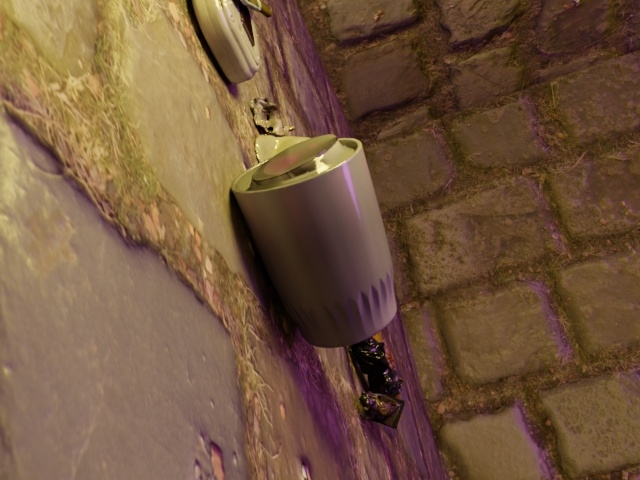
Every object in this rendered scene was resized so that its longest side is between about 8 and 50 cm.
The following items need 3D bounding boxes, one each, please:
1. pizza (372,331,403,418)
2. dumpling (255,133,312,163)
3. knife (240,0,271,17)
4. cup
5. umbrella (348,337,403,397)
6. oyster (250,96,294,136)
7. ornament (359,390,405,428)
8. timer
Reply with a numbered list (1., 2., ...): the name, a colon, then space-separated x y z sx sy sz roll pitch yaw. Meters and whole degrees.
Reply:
1. pizza: 0.205 0.412 2.177 0.182 0.074 0.365 49 25 -45
2. dumpling: -0.044 -0.133 1.616 0.175 0.243 0.227 104 -8 -50
3. knife: -0.155 -0.543 1.524 0.343 0.027 0.061 -65 137 -76
4. cup: 0.000 0.000 1.305 0.253 0.253 0.372 -83 157 -67
5. umbrella: 0.155 0.349 1.922 0.122 0.110 0.272 -97 167 -53
6. oyster: -0.130 -0.292 1.707 0.200 0.061 0.106 51 41 -58
7. ornament: 0.143 0.446 1.808 0.203 0.088 0.081 32 72 -57
8. timer: -0.206 -0.488 1.478 0.237 0.087 0.262 59 15 -53
